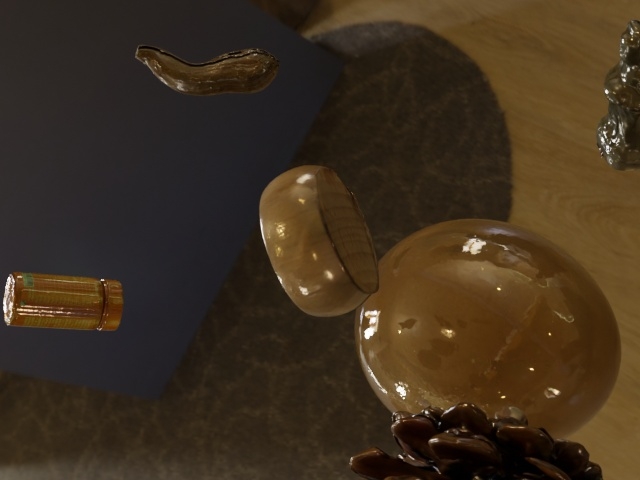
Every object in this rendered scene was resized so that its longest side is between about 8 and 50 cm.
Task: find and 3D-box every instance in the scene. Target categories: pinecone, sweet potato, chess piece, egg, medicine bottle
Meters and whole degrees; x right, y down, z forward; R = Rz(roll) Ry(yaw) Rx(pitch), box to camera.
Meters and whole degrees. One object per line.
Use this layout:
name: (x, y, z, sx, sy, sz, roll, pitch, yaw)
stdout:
pinecone: (0.078, 0.164, 0.505, 0.173, 0.173, 0.173, -14, 67, 36)
sweet potato: (-0.180, -0.271, 1.619, 0.062, 0.233, 0.081, 120, 148, -66)
chess piece: (0.000, 0.000, 0.544, 0.038, 0.083, 0.084, -21, 62, 20)
egg: (0.212, 0.124, 1.295, 0.374, 0.301, 0.301, 19, 88, 50)
medicine bottle: (-0.454, 0.108, 1.776, 0.096, 0.192, 0.096, -17, 70, 61)

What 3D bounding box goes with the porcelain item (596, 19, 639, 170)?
porcelain item: (0.375, -0.175, 1.209, 0.069, 0.216, 0.081, -12, 55, 4)
